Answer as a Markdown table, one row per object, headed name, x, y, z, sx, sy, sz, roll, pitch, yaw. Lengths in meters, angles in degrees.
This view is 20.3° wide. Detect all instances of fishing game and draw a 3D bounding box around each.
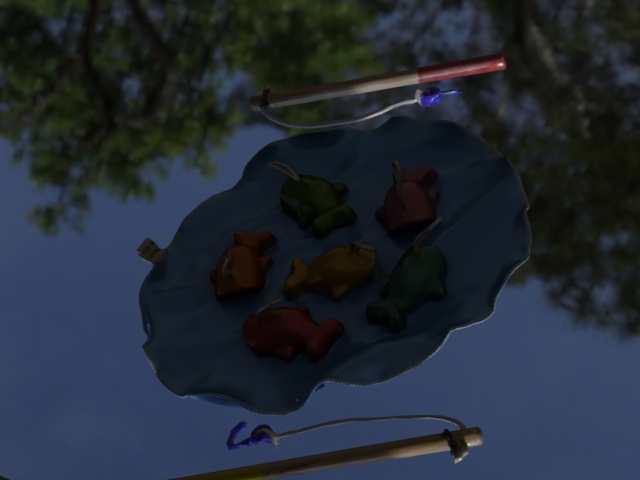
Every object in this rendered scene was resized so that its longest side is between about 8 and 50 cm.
| name | x | y | z | sx | sy | sz | roll | pitch | yaw |
| --- | --- | --- | --- | --- | --- | --- | --- | --- | --- |
| fishing game | 0.000 | 0.000 | 0.798 | 0.189 | 0.041 | 0.264 | -8 | -139 | 21 |

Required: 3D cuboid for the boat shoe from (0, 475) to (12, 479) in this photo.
| name | x | y | z | sx | sy | sz | roll | pitch | yaw |
| --- | --- | --- | --- | --- | --- | --- | --- | --- | --- |
| boat shoe | -0.047 | 0.116 | 0.392 | 0.319 | 0.116 | 0.099 | 38 | -140 | 12 |
